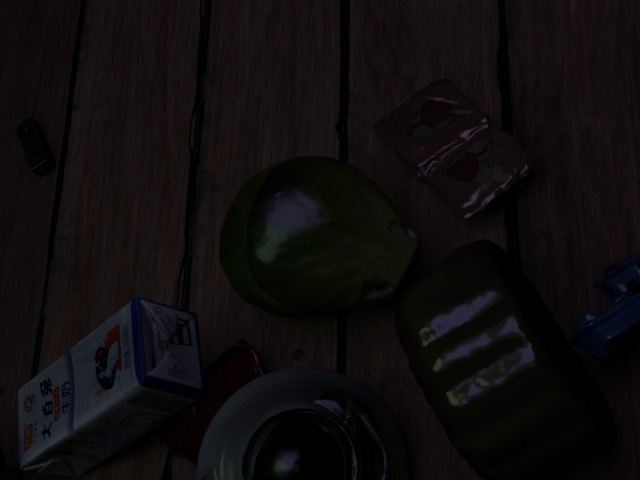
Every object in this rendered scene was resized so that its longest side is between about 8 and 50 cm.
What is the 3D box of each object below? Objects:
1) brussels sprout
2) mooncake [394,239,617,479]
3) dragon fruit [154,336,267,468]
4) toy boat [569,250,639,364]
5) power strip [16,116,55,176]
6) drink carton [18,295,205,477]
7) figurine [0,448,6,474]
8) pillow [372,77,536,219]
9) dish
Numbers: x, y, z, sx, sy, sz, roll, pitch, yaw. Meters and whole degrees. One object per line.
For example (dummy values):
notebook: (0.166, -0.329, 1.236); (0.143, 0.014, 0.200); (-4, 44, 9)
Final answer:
brussels sprout: (0.000, 0.000, 1.641); (0.271, 0.210, 0.219); (15, 76, 13)
mooncake: (0.207, 0.148, 1.418); (0.161, 0.290, 0.290); (-34, 56, 12)
dragon fruit: (-0.128, 0.231, 1.653); (0.127, 0.120, 0.161); (-29, 24, 48)
toy boat: (0.390, 0.062, 1.468); (0.223, 0.100, 0.097); (-29, 74, -23)
power strip: (-0.479, -0.157, 2.037); (0.038, 0.029, 0.111); (-32, 54, 7)
drink carton: (-0.291, 0.208, 1.650); (0.315, 0.106, 0.130); (-36, 49, 36)
figurine: (-0.446, 0.348, 1.616); (0.187, 0.168, 0.315); (-46, 60, -7)
pillow: (0.188, -0.131, 1.710); (0.135, 0.049, 0.248); (-41, 51, -1)
dish: (-0.022, 0.280, 1.485); (0.273, 0.134, 0.273); (0, 74, 1)
